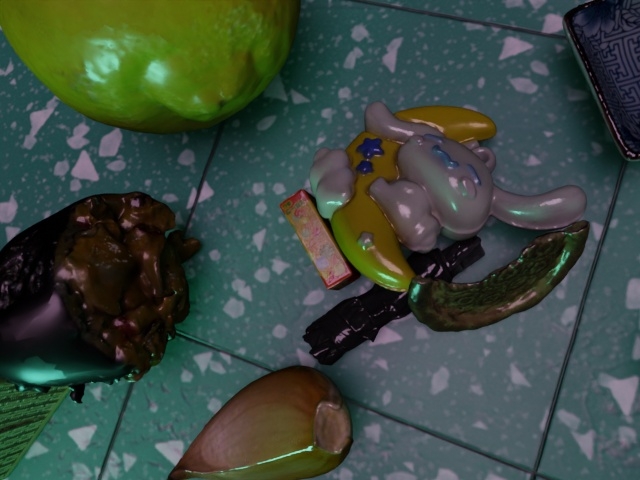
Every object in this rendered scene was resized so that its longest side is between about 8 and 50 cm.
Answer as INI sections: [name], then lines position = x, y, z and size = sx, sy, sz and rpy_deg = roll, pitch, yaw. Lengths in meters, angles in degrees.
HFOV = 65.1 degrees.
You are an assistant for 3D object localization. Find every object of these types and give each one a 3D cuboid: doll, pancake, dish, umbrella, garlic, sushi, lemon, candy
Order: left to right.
[sushi]
position = -0.256, 0.063, 0.593
size = 0.204, 0.200, 0.213
rpy_deg = -23, 55, 9
[lemon]
position = -0.189, -0.289, 0.560
size = 0.347, 0.348, 0.348
rpy_deg = -2, 82, 12
[garlic]
position = -0.051, 0.223, 0.571
size = 0.206, 0.128, 0.115
rpy_deg = -25, 119, 14
[candy]
position = 0.000, 0.000, 0.611
size = 0.038, 0.062, 0.122
rpy_deg = -32, 77, 8
[umbrella]
position = 0.086, 0.063, 0.587
size = 0.235, 0.059, 0.066
rpy_deg = -35, 34, 3
[doll]
position = 0.117, -0.062, 0.557
size = 0.237, 0.111, 0.252
rpy_deg = -29, 56, -10
[pancake]
position = 0.186, 0.037, 0.514
size = 0.190, 0.184, 0.020
rpy_deg = -45, 42, 22
[dish]
position = 0.402, -0.195, 0.539
size = 0.243, 0.080, 0.182
rpy_deg = -19, 79, 8

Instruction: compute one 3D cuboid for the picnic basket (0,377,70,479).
[picnic basket]
position = -0.517, 0.157, 0.647
size = 0.312, 0.175, 0.228
rpy_deg = 36, 92, 15
